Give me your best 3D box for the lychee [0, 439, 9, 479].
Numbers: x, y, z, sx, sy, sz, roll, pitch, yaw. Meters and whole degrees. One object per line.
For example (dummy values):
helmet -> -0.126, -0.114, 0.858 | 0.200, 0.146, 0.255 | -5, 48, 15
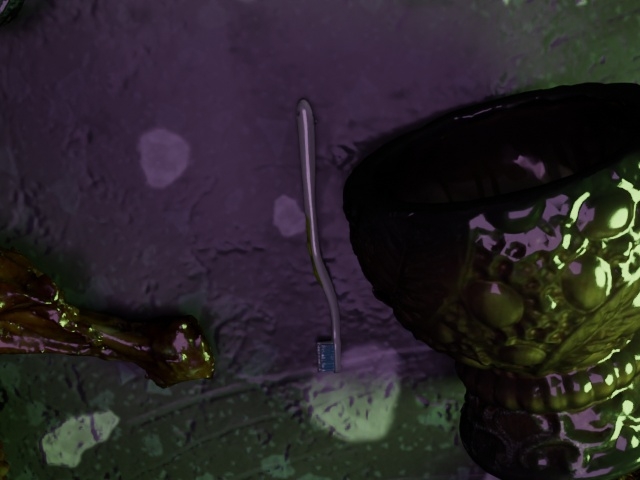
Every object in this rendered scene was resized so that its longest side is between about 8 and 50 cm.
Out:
lychee -> -0.400, 0.224, 0.737 | 0.267, 0.267, 0.267 | 0, 102, 0

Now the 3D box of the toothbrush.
toothbrush -> 0.000, 0.000, 0.825 | 0.026, 0.022, 0.263 | -7, 102, -11

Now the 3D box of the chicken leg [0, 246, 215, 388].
chicken leg -> -0.241, 0.075, 0.816 | 0.304, 0.093, 0.113 | 18, 119, -12

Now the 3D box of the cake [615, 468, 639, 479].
cake -> 0.340, 0.280, 0.827 | 0.246, 0.135, 0.112 | 20, 100, -5

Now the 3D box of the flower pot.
flower pot -> 0.177, 0.040, 0.728 | 0.267, 0.266, 0.267 | -17, 112, 3

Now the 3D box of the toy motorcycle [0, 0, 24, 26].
toy motorcycle -> -0.313, -0.322, 0.722 | 0.171, 0.089, 0.298 | 6, 103, 0
